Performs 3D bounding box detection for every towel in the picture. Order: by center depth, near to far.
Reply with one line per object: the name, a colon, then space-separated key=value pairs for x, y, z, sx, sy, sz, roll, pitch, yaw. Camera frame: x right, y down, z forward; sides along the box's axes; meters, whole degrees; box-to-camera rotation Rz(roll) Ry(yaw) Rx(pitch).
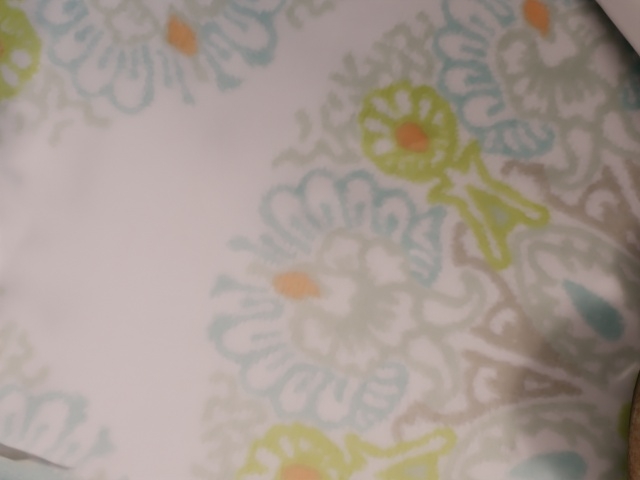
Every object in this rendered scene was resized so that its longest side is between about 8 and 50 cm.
towel: x=0.000 y=0.000 z=0.665 sx=0.374 sy=0.090 sz=0.320 roll=17 pitch=76 yaw=0

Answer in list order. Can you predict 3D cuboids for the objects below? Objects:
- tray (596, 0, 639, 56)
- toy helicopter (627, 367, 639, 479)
tray: x=0.233 y=-0.157 z=0.644 sx=0.270 sy=0.030 sz=0.145 roll=-25 pitch=61 yaw=-10
toy helicopter: x=0.287 y=0.079 z=0.536 sx=0.355 sy=0.140 sz=0.235 roll=-5 pitch=99 yaw=11
